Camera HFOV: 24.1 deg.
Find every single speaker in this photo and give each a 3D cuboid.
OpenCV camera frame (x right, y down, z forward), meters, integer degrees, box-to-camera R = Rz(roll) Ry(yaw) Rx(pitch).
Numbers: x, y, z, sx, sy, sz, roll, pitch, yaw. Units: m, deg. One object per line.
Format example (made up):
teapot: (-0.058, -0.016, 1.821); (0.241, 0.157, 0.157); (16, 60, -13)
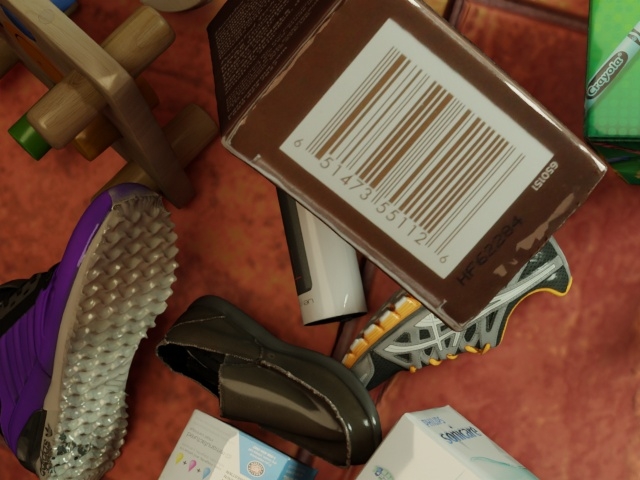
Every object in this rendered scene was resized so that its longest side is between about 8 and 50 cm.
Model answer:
speaker: (0.000, 0.000, 1.211); (0.055, 0.055, 0.136); (-14, 82, 18)

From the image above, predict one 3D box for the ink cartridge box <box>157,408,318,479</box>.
ink cartridge box: (-0.083, 0.222, 1.192); (0.092, 0.090, 0.143); (25, 83, 18)

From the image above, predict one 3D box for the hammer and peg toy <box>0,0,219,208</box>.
hammer and peg toy: (-0.253, -0.184, 1.204); (0.361, 0.266, 0.127); (42, 81, 16)

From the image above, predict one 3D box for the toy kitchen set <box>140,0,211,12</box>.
toy kitchen set: (-0.133, -0.310, 1.267); (0.207, 0.122, 0.166); (44, 101, -4)

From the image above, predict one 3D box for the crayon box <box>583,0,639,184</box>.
crayon box: (0.238, -0.131, 1.017); (0.081, 0.278, 0.165); (2, 87, 17)

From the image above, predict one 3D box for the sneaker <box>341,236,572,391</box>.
sneaker: (0.100, 0.060, 1.161); (0.215, 0.084, 0.083); (-40, 94, 20)

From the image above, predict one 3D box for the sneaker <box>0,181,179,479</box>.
sneaker: (-0.218, 0.063, 1.223); (0.146, 0.102, 0.293); (37, 122, 29)

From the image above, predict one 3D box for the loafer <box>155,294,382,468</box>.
loafer: (-0.046, 0.123, 1.181); (0.220, 0.078, 0.080); (27, 132, 35)

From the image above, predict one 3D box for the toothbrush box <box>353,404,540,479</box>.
toothbrush box: (0.127, 0.296, 1.107); (0.295, 0.126, 0.216); (37, 99, 17)

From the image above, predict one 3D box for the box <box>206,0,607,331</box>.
box: (0.035, -0.104, 1.014); (0.191, 0.381, 0.143); (38, 102, -15)
